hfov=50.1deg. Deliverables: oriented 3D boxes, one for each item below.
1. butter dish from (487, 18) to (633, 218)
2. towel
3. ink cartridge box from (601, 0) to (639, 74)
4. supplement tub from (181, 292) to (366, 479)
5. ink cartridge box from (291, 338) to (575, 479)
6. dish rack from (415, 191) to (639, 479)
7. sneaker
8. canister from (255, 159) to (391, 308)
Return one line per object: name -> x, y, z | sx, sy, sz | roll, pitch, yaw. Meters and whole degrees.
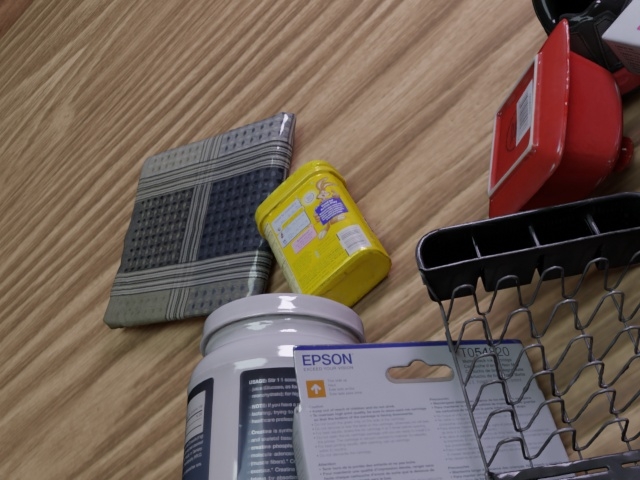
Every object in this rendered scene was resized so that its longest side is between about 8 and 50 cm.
butter dish -> 0.236, -0.094, 0.649 | 0.160, 0.118, 0.160 | 110, 173, -66
towel -> -0.180, -0.021, 1.029 | 0.325, 0.056, 0.311 | -9, 63, 36
ink cartridge box -> 0.388, -0.203, 0.497 | 0.238, 0.060, 0.275 | -51, 31, 7
supplement tub -> -0.034, 0.207, 0.643 | 0.191, 0.191, 0.272 | -24, 52, 30
ink cartridge box -> 0.093, 0.186, 0.541 | 0.045, 0.224, 0.223 | 109, 157, -49
dish rack -> 0.201, 0.100, 0.527 | 0.209, 0.074, 0.271 | -12, 53, 3
sneaker -> 0.275, -0.280, 0.704 | 0.098, 0.135, 0.275 | -18, 53, 36
canister -> 0.000, 0.000, 0.827 | 0.126, 0.073, 0.169 | -42, 46, 14
